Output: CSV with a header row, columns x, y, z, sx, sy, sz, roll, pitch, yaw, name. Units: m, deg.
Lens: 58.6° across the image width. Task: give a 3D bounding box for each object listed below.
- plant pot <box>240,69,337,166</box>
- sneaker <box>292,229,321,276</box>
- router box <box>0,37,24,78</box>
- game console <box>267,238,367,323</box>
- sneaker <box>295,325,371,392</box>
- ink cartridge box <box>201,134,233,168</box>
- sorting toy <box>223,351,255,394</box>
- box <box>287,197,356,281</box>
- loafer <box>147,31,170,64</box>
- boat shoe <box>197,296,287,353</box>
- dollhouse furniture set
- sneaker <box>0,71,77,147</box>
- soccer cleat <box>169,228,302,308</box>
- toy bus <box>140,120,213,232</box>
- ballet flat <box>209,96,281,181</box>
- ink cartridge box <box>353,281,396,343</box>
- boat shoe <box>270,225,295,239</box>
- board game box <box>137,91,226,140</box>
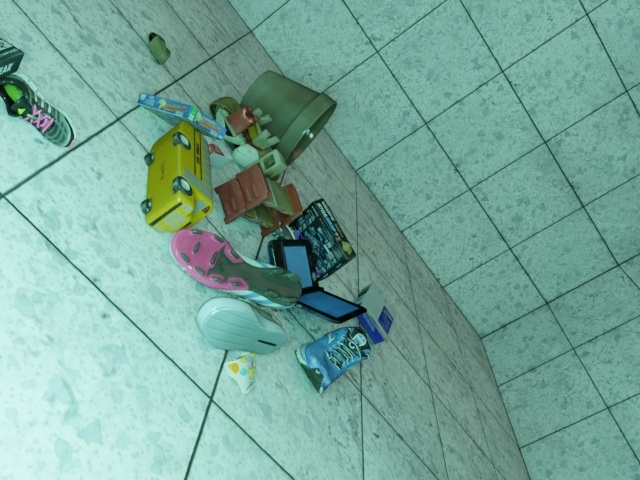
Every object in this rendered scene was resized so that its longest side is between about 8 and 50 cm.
x,y,z,sx,sy,sz,roll,pitch,yaw,name
-0.144,-0.485,2.178,0.280,0.323,0.323,39,18,0,plant pot
-0.045,0.041,1.821,0.169,0.071,0.068,57,17,-1,sneaker
-0.595,-0.313,0.935,0.133,0.046,0.179,32,25,-15,router box
-0.002,0.107,1.621,0.293,0.173,0.250,0,79,-71,game console
0.044,0.287,1.499,0.129,0.147,0.330,57,18,2,sneaker
-0.326,-0.286,1.664,0.135,0.056,0.099,62,19,16,ink cartridge box
-0.155,0.275,1.177,0.083,0.045,0.075,-16,92,-72,sorting toy
0.000,0.000,1.844,0.051,0.175,0.220,-21,77,-43,box
-0.499,-0.587,1.742,0.050,0.056,0.148,37,16,-46,loafer
-0.176,0.173,1.217,0.094,0.109,0.302,49,2,30,boat shoe
-0.205,-0.217,1.650,0.201,0.152,0.374,26,40,-59,dollhouse furniture set
-0.520,-0.232,1.032,0.170,0.063,0.075,49,18,-9,sneaker
-0.202,0.081,1.298,0.331,0.143,0.116,27,63,-24,soccer cleat
-0.327,-0.143,1.324,0.130,0.108,0.332,44,20,-40,toy bus
-0.260,-0.326,1.858,0.124,0.116,0.342,-19,75,-52,ballet flat
0.194,0.268,2.086,0.165,0.065,0.333,57,16,0,ink cartridge box
-0.140,-0.035,1.757,0.065,0.075,0.206,-29,92,-30,boat shoe
-0.359,-0.321,1.477,0.201,0.035,0.136,21,-4,33,board game box
